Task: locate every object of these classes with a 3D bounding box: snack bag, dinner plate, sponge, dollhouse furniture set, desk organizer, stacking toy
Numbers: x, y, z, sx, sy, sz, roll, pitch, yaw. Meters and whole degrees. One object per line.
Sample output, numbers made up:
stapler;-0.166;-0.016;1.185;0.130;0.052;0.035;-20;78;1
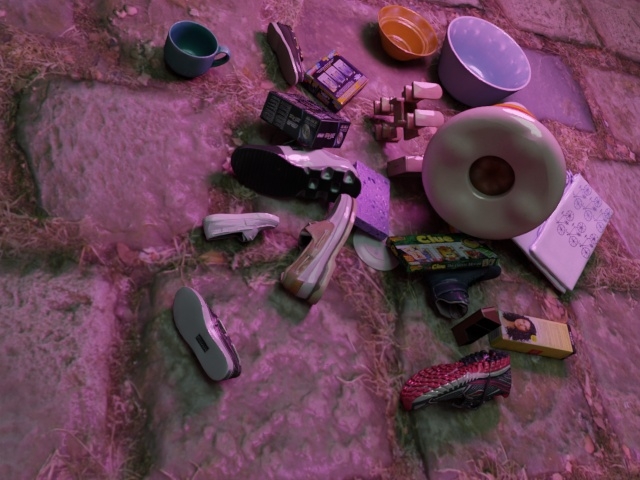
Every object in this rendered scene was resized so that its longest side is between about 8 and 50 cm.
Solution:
snack bag;0.661;-0.077;1.968;0.342;0.037;0.323;43;67;-12
dinner plate;0.150;0.012;1.778;0.141;0.017;0.141;12;56;-19
sponge;0.128;-0.106;1.807;0.117;0.031;0.210;29;42;-24
dollhouse furniture set;0.274;-0.302;1.930;0.160;0.212;0.242;-1;87;-26
desk organizer;0.380;0.210;1.691;0.047;0.130;0.050;-6;64;-30
stacking toy;0.488;-0.248;1.866;0.350;0.351;0.480;38;35;0

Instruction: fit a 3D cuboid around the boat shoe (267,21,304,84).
boat shoe;-0.085;-0.537;1.976;0.068;0.081;0.228;-8;61;-26

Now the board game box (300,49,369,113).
board game box;0.042;-0.463;2.015;0.141;0.048;0.170;41;50;0

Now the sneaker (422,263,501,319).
sneaker;0.376;0.122;1.765;0.226;0.086;0.163;0;48;-16

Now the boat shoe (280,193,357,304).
boat shoe;0.000;0.000;1.639;0.103;0.113;0.302;27;57;-6

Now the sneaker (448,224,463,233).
sneaker;0.404;-0.103;1.933;0.088;0.093;0.225;6;57;-24

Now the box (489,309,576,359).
box;0.548;0.247;1.800;0.232;0.058;0.087;12;55;-21

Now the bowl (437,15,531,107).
bowl;0.502;-0.552;2.234;0.311;0.163;0.312;13;55;-19

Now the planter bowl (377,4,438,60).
planter bowl;0.260;-0.642;2.216;0.217;0.090;0.217;13;54;-18

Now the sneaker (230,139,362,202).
sneaker;-0.065;-0.186;1.749;0.330;0.122;0.146;13;35;-15

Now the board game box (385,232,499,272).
board game box;0.310;0.027;1.763;0.259;0.030;0.136;-4;30;-21

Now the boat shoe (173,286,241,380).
boat shoe;-0.234;0.193;1.433;0.219;0.077;0.070;59;19;21

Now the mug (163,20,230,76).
mug;-0.330;-0.483;1.805;0.157;0.097;0.129;35;50;-4

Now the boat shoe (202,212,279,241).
boat shoe;-0.181;-0.027;1.607;0.184;0.066;0.063;0;74;-30

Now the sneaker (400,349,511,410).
sneaker;0.324;0.341;1.593;0.299;0.121;0.112;-11;95;-24

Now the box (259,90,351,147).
box;-0.038;-0.310;1.786;0.180;0.078;0.147;33;22;25
